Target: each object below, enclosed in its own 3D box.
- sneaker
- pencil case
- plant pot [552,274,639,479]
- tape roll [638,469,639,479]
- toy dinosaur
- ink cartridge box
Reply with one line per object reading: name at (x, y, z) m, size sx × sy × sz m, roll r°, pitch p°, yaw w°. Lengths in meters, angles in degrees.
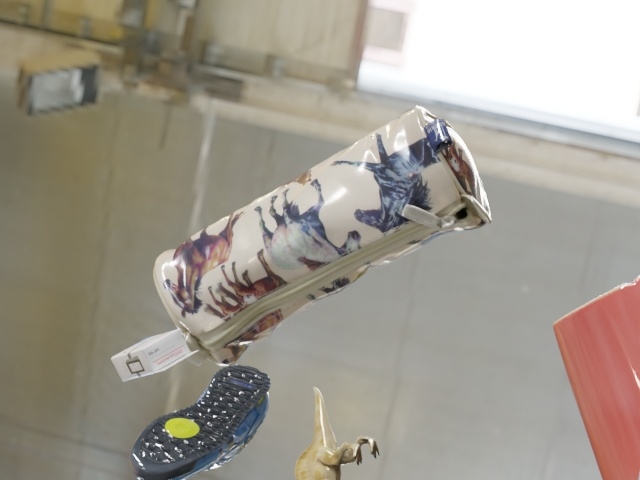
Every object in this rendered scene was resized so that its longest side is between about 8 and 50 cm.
sneaker at (-0.109, 0.190, 1.602) m, size 0.209 × 0.069 × 0.082 m, roll -37°, pitch -35°, yaw -58°
pencil case at (0.000, 0.000, 2.080) m, size 0.160 × 0.410 × 0.183 m, roll 56°, pitch -171°, yaw -26°
plant pot at (0.433, 0.168, 2.187) m, size 0.243 × 0.275 × 0.275 m, roll 63°, pitch -169°, yaw 8°
tape roll at (0.442, 0.260, 1.788) m, size 0.072 × 0.219 × 0.219 m, roll 59°, pitch -138°, yaw -44°
toy dinosaur at (0.012, 0.237, 1.898) m, size 0.053 × 0.093 × 0.183 m, roll 29°, pitch -126°, yaw -54°
ink cartridge box at (-0.161, 0.110, 1.689) m, size 0.048 × 0.083 × 0.028 m, roll -30°, pitch -83°, yaw -36°
